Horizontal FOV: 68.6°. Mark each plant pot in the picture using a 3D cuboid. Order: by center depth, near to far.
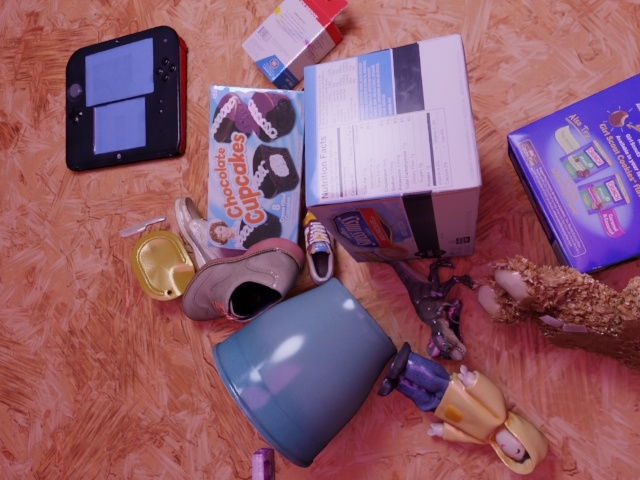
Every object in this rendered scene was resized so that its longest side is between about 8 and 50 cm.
[{"bbox_3d":[-0.012,0.213,0.862,0.255,0.271,0.271,-41,70,-4],"label":"plant pot"}]

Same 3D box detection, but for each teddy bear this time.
[{"bbox_3d":[0.408,0.103,0.723,0.338,0.245,0.113,12,59,22],"label":"teddy bear"}]

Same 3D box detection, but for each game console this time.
[{"bbox_3d":[-0.522,-0.369,1.240,0.387,0.060,0.342,-4,81,21],"label":"game console"}]

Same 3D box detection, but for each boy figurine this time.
[{"bbox_3d":[0.244,0.297,0.813,0.285,0.092,0.177,31,126,15],"label":"boy figurine"}]

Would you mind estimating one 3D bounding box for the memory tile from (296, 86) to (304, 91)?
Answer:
[{"bbox_3d":[-0.065,-0.251,1.016,0.012,0.113,0.148,23,90,5],"label":"memory tile"}]

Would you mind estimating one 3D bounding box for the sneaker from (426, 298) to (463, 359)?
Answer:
[{"bbox_3d":[0.244,0.168,0.879,0.057,0.047,0.119,24,85,-7],"label":"sneaker"}]

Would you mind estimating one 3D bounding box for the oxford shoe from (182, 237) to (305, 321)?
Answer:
[{"bbox_3d":[-0.187,0.109,0.959,0.348,0.123,0.130,-30,28,35],"label":"oxford shoe"}]

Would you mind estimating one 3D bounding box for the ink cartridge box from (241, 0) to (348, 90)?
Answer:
[{"bbox_3d":[-0.048,-0.464,1.056,0.231,0.078,0.134,-41,71,12],"label":"ink cartridge box"}]

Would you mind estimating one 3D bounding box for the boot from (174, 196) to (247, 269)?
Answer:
[{"bbox_3d":[-0.227,-0.033,1.067,0.165,0.077,0.213,-30,80,16],"label":"boot"}]

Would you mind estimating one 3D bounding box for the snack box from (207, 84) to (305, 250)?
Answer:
[{"bbox_3d":[-0.128,-0.139,0.946,0.187,0.060,0.322,5,104,3],"label":"snack box"}]

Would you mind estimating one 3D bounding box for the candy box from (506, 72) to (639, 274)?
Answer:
[{"bbox_3d":[0.513,-0.113,0.765,0.317,0.122,0.268,-23,74,18],"label":"candy box"}]

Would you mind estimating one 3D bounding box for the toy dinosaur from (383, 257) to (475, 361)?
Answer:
[{"bbox_3d":[0.206,0.086,0.862,0.118,0.064,0.268,-32,47,2],"label":"toy dinosaur"}]

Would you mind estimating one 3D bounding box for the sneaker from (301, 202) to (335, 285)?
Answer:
[{"bbox_3d":[0.000,0.000,0.961,0.070,0.084,0.185,-9,83,-4],"label":"sneaker"}]

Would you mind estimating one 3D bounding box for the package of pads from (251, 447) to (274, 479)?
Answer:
[{"bbox_3d":[-0.118,0.476,0.967,0.032,0.050,0.083,-6,81,21],"label":"package of pads"}]

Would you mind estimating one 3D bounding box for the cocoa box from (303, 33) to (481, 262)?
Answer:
[{"bbox_3d":[0.127,-0.114,0.771,0.228,0.347,0.231,-6,73,15],"label":"cocoa box"}]

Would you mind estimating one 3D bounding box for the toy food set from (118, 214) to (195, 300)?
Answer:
[{"bbox_3d":[-0.376,0.051,1.124,0.128,0.071,0.218,-28,72,-9],"label":"toy food set"}]
